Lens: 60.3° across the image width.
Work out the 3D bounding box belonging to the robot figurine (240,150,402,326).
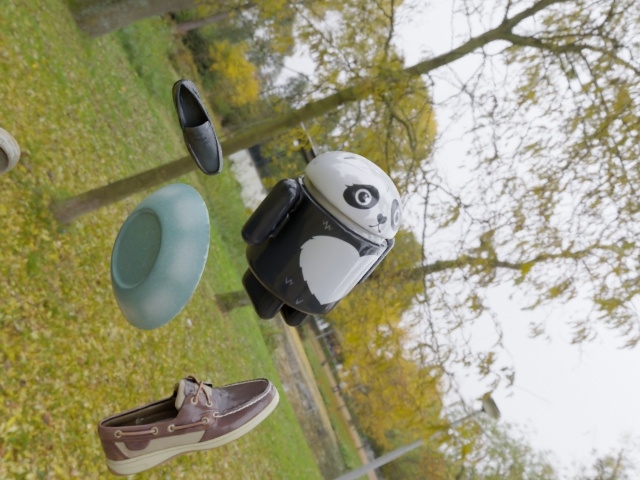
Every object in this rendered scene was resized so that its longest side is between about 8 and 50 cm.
[{"bbox_3d":[0.000,0.001,0.826,0.174,0.278,0.209,41,16,7],"label":"robot figurine"}]

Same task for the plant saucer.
[{"bbox_3d":[-0.217,0.014,0.695,0.037,0.195,0.195,23,33,-48],"label":"plant saucer"}]

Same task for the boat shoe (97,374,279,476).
[{"bbox_3d":[-0.248,0.324,1.057,0.123,0.342,0.123,-145,-139,-66],"label":"boat shoe"}]

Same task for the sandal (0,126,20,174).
[{"bbox_3d":[-0.365,-0.050,0.512,0.072,0.180,0.049,58,11,-48],"label":"sandal"}]

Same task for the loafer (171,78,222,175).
[{"bbox_3d":[-0.278,-0.249,1.238,0.078,0.076,0.223,-124,-164,-71],"label":"loafer"}]
